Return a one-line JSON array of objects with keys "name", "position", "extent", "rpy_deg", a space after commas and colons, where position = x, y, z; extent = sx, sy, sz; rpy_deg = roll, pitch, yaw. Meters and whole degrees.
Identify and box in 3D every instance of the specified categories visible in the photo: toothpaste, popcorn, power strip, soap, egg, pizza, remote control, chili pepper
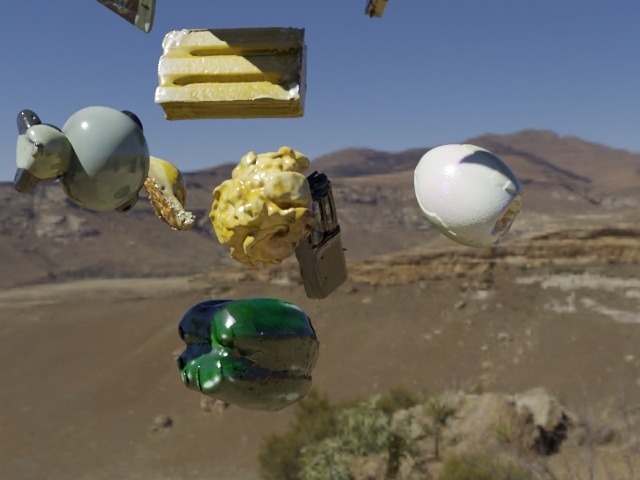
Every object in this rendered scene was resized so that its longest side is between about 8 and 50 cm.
[{"name": "toothpaste", "position": [-0.446, -0.495, 1.499], "extent": [0.392, 0.098, 0.061], "rpy_deg": [33, 43, 16]}, {"name": "popcorn", "position": [-0.084, -0.053, 1.240], "extent": [0.140, 0.163, 0.194], "rpy_deg": [1, -18, -22]}, {"name": "power strip", "position": [0.143, -0.633, 2.018], "extent": [0.044, 0.305, 0.064], "rpy_deg": [16, -37, -8]}, {"name": "soap", "position": [-0.187, -0.358, 1.827], "extent": [0.315, 0.199, 0.091], "rpy_deg": [-2, -27, 6]}, {"name": "egg", "position": [0.276, -0.094, 1.630], "extent": [0.217, 0.183, 0.183], "rpy_deg": [33, 16, 22]}, {"name": "pizza", "position": [-0.324, -0.104, 1.862], "extent": [0.081, 0.188, 0.204], "rpy_deg": [-33, 25, -18]}, {"name": "remote control", "position": [0.000, 0.000, 2.062], "extent": [0.145, 0.398, 0.062], "rpy_deg": [-39, 54, -20]}, {"name": "chili pepper", "position": [-0.149, 0.223, 1.674], "extent": [0.249, 0.233, 0.257], "rpy_deg": [-11, -15, 38]}]

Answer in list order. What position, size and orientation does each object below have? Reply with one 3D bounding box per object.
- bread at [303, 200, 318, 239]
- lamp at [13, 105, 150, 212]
[{"name": "bread", "position": [-0.063, -0.061, 1.582], "extent": [0.192, 0.067, 0.119], "rpy_deg": [28, 11, 29]}, {"name": "lamp", "position": [-0.437, -0.154, 1.566], "extent": [0.244, 0.197, 0.198], "rpy_deg": [3, -1, -38]}]
